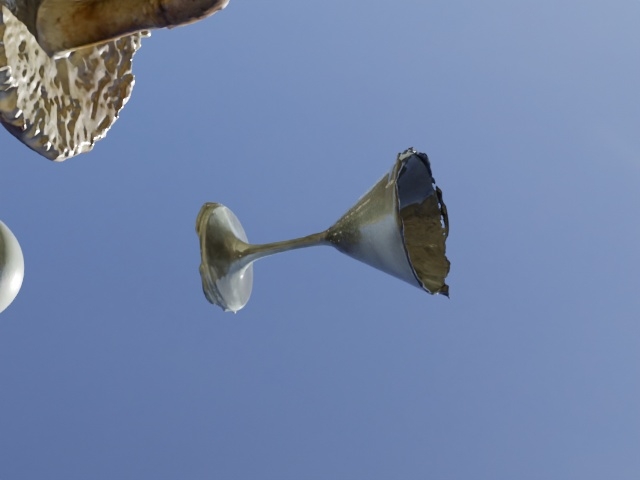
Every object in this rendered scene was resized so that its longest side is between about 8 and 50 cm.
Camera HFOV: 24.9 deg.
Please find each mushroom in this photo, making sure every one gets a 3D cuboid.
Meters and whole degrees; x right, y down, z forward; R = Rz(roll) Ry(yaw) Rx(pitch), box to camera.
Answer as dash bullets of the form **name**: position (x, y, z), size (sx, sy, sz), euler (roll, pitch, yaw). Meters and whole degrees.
- **mushroom**: position (-0.186, -0.184, 1.224), size (0.208, 0.233, 0.301), euler (-11, -170, -28)

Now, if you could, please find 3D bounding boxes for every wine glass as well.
- **wine glass**: position (0.000, 0.000, 1.450), size (0.232, 0.156, 0.156), euler (-11, -158, 22)

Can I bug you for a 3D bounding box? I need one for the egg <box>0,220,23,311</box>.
- **egg**: position (-0.458, 0.024, 1.723), size (0.209, 0.151, 0.151), euler (12, -155, -8)
